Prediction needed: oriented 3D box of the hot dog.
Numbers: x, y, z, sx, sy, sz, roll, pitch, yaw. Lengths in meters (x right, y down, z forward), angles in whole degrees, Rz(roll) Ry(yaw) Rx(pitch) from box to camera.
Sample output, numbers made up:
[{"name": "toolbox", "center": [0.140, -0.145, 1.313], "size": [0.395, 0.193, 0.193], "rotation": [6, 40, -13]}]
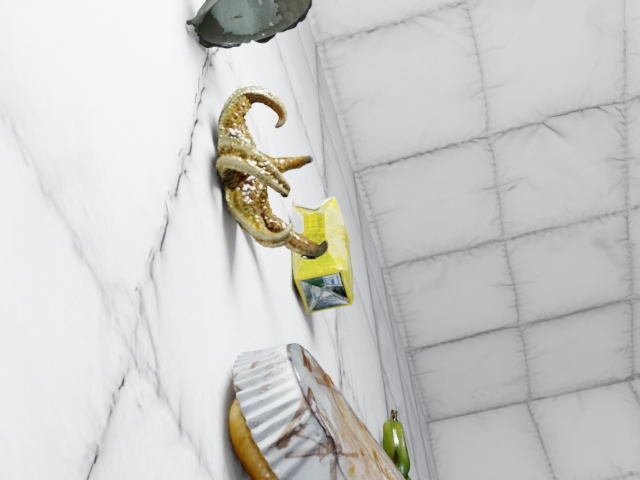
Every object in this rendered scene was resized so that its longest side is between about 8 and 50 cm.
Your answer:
[{"name": "hot dog", "center": [0.015, 0.191, 0.513], "size": [0.268, 0.075, 0.144], "rotation": [59, 9, -19]}]

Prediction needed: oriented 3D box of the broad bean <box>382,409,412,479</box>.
[{"name": "broad bean", "center": [0.146, 0.426, 1.255], "size": [0.070, 0.048, 0.213], "rotation": [45, 35, -77]}]

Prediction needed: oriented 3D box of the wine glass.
[{"name": "wine glass", "center": [-0.087, -0.292, 0.641], "size": [0.122, 0.122, 0.183], "rotation": [17, 56, -81]}]

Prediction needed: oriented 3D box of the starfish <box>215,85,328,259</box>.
[{"name": "starfish", "center": [-0.047, -0.047, 0.618], "size": [0.190, 0.074, 0.146], "rotation": [-96, 168, -45]}]

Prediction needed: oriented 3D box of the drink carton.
[{"name": "drink carton", "center": [0.000, 0.000, 0.885], "size": [0.200, 0.074, 0.084], "rotation": [-93, 167, -49]}]
